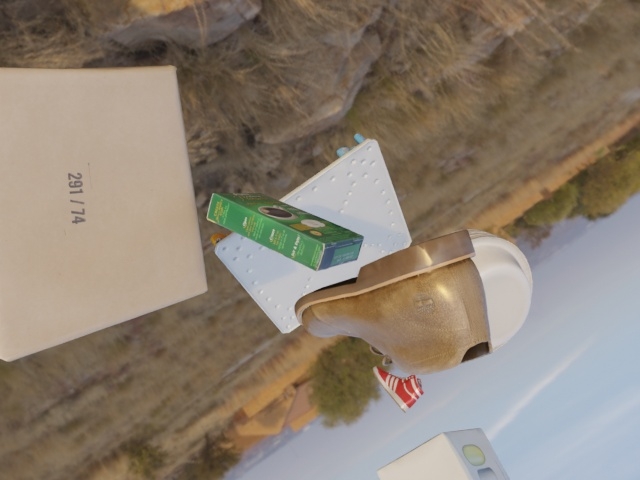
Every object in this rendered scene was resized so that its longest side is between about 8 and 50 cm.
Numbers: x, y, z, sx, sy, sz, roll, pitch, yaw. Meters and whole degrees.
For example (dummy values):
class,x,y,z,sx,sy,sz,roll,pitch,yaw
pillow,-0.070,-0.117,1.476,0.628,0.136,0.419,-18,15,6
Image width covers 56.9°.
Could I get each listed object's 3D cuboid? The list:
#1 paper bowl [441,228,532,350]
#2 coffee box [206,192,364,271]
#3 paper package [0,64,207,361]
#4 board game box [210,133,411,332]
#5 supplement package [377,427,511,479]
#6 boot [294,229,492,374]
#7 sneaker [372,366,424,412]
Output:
class,x,y,z,sx,sy,sz,roll,pitch,yaw
paper bowl,0.348,0.125,1.318,0.284,0.284,0.148,-33,-157,-9
coffee box,-0.046,-0.017,0.788,0.113,0.184,0.040,-11,121,-60
paper package,-0.325,-0.055,0.759,0.168,0.324,0.309,4,-165,42
board game box,0.000,0.000,1.319,0.390,0.050,0.390,-36,141,-5
supplement package,0.242,0.455,1.045,0.149,0.194,0.203,-38,150,20
boot,0.059,0.086,0.606,0.112,0.115,0.305,-16,173,-26
sneaker,0.156,0.278,1.169,0.067,0.118,0.042,-40,135,-3
